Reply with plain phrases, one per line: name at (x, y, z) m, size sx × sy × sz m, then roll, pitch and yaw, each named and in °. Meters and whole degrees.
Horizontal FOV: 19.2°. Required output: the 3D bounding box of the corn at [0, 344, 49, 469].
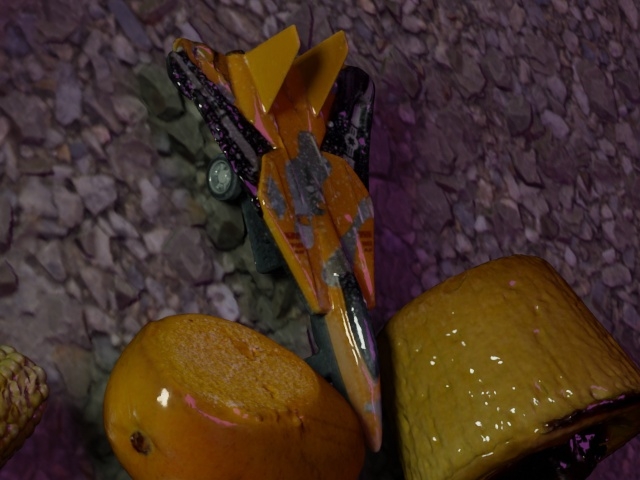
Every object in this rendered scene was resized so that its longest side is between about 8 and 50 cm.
corn at (-0.266, 0.145, 1.033) m, size 0.097 × 0.097 × 0.320 m, roll 59°, pitch 39°, yaw -5°

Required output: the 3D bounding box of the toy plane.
toy plane at (-0.009, 0.003, 1.386) m, size 0.204 × 0.103 × 0.316 m, roll 0°, pitch 77°, yaw -45°

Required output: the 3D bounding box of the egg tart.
egg tart at (0.137, 0.116, 1.406) m, size 0.215 × 0.215 × 0.171 m, roll -6°, pitch 62°, yaw -48°

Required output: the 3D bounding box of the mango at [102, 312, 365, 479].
mango at (-0.054, 0.128, 1.266) m, size 0.217 × 0.102 × 0.141 m, roll 15°, pitch 38°, yaw -42°
